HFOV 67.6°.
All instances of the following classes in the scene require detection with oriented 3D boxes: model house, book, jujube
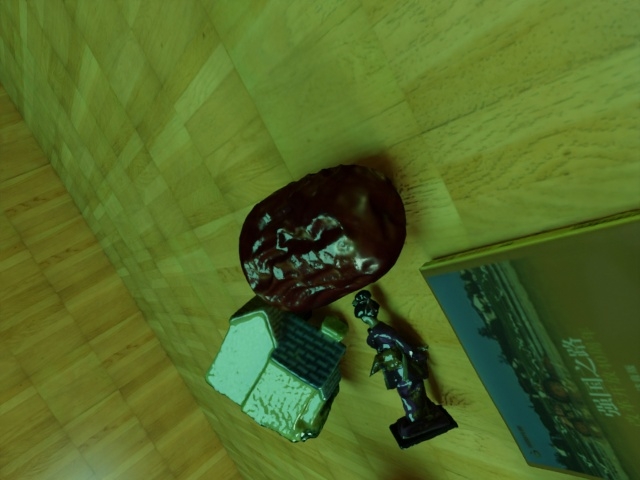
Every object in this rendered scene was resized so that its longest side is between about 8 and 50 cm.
[{"bbox_3d":[-0.044,0.179,0.797,0.214,0.195,0.189,30,118,15],"label":"model house"},{"bbox_3d":[0.265,0.102,0.378,0.262,0.028,0.374,59,150,-5],"label":"book"},{"bbox_3d":[0.000,0.000,0.555,0.230,0.155,0.155,-21,101,50],"label":"jujube"}]

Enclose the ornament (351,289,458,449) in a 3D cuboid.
[{"bbox_3d":[0.099,0.160,0.642,0.081,0.088,0.203,93,153,-80],"label":"ornament"}]
